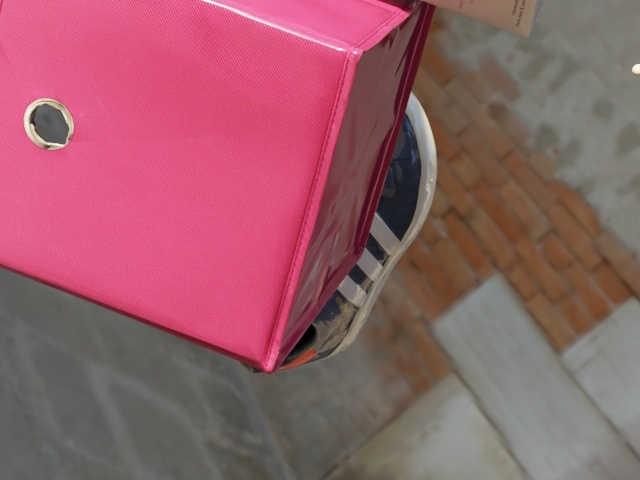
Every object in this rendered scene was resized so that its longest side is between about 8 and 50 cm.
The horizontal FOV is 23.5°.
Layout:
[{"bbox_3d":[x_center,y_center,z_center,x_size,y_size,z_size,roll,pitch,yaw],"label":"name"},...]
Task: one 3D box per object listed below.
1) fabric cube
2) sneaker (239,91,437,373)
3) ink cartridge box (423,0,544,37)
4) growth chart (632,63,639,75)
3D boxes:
[{"bbox_3d":[-0.087,-0.095,1.149,0.258,0.254,0.259,21,24,9],"label":"fabric cube"},{"bbox_3d":[0.000,0.000,1.505,0.148,0.350,0.131,-22,50,-42],"label":"sneaker"},{"bbox_3d":[0.084,-0.255,1.105,0.203,0.148,0.086,22,-27,9],"label":"ink cartridge box"},{"bbox_3d":[0.490,-0.189,1.933,0.021,0.172,0.237,38,30,-33],"label":"growth chart"}]
